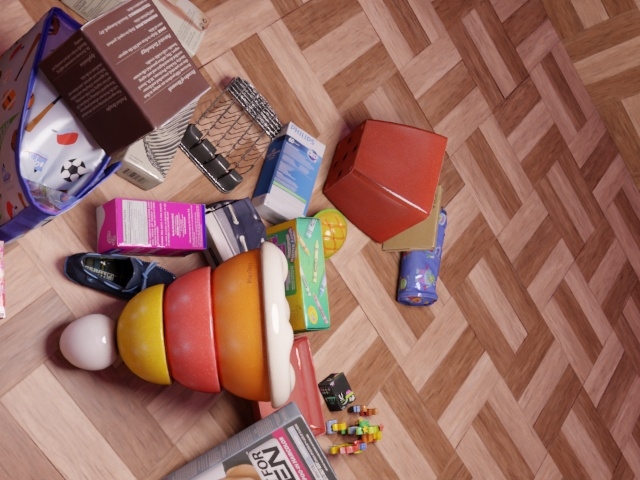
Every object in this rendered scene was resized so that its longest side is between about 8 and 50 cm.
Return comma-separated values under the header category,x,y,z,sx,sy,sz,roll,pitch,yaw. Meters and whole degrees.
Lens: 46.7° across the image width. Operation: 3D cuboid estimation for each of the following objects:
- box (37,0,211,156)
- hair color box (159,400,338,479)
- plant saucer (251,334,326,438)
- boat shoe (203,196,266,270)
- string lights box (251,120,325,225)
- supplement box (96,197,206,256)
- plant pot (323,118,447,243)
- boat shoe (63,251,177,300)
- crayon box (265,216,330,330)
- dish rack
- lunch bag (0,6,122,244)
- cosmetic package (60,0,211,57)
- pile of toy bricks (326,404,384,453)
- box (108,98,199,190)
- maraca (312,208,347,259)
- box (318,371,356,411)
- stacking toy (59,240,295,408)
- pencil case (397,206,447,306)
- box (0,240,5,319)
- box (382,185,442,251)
category,x,y,z,sx,sy,sz,roll,pitch,yaw
box,-0.344,-0.291,1.308,0.203,0.168,0.167,56,46,-19
hair color box,-0.168,0.529,1.594,0.374,0.113,0.185,-29,100,-7
plant saucer,-0.091,0.377,1.815,0.259,0.047,0.259,-4,81,-59
boat shoe,-0.180,0.053,1.806,0.158,0.127,0.341,-26,96,-34
string lights box,-0.085,-0.170,1.975,0.133,0.076,0.260,31,61,-31
supplement box,-0.380,-0.027,1.673,0.220,0.111,0.114,4,77,-38
plant pot,0.165,-0.187,2.083,0.235,0.267,0.267,26,63,-18
boat shoe,-0.424,0.085,1.622,0.258,0.089,0.109,8,74,-38
crayon box,-0.068,0.093,1.866,0.081,0.165,0.279,3,78,-39
dish rack,-0.222,-0.280,1.895,0.208,0.074,0.271,49,52,-21
lunch bag,-0.538,-0.189,1.444,0.239,0.327,0.386,24,63,-35
cosmetic package,-0.427,-0.539,1.736,0.296,0.153,0.129,35,57,-30
pile of toy bricks,0.114,0.493,1.936,0.212,0.105,0.118,4,77,-51
box,-0.384,-0.263,1.738,0.113,0.094,0.275,31,62,-29
maraca,0.000,0.000,1.995,0.127,0.099,0.186,42,81,-27
box,0.043,0.399,1.956,0.062,0.052,0.083,-30,98,-41
stacking toy,-0.299,0.188,1.556,0.479,0.350,0.351,-3,79,-3
pencil case,0.306,0.048,2.216,0.133,0.119,0.306,19,68,-25
box,-0.738,0.078,1.330,0.299,0.142,0.154,3,76,-39
box,0.271,-0.064,2.191,0.021,0.164,0.201,39,55,-50
